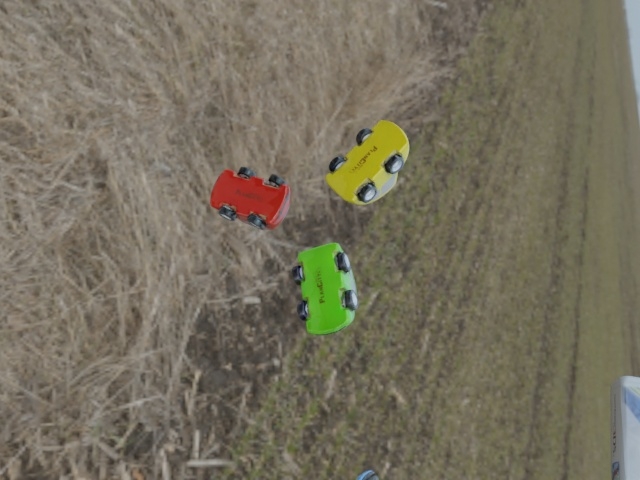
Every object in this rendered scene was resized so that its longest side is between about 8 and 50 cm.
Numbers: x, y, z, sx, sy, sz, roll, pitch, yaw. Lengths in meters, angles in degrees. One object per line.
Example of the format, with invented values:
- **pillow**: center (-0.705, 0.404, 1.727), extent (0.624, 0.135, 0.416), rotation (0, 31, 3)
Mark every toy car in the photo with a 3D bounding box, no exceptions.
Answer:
- **toy car**: center (0.000, 0.000, 0.884), extent (0.053, 0.239, 0.224), rotation (42, 36, -59)

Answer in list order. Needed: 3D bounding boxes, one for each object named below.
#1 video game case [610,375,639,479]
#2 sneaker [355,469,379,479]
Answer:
- **video game case**: center (0.427, 0.291, 0.732), extent (0.036, 0.329, 0.299), rotation (96, 2, -66)
- **sneaker**: center (0.068, 0.396, 1.135), extent (0.188, 0.078, 0.067), rotation (-82, -167, -68)
